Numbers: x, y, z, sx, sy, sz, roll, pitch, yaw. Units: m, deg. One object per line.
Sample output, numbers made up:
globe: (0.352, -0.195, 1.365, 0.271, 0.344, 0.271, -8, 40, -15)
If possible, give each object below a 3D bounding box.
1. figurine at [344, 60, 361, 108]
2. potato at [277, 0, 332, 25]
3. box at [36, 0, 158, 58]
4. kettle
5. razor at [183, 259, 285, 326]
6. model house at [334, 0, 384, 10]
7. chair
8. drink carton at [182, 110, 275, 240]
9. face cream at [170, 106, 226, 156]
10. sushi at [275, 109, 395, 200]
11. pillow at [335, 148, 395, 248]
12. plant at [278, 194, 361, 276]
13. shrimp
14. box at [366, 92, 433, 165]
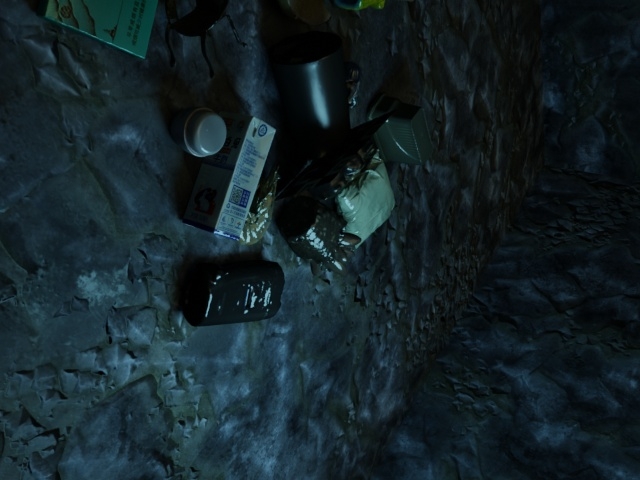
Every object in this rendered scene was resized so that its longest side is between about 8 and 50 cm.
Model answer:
figurine: (0.097, -0.504, 1.826, 0.086, 0.087, 0.149, -93, 167, -46)
potato: (-0.068, -0.660, 1.506, 0.138, 0.098, 0.243, -56, 149, -17)
box: (-0.434, -0.480, 1.122, 0.226, 0.042, 0.161, 8, 97, -55)
kettle: (-0.026, -0.426, 1.629, 0.203, 0.262, 0.308, -20, 131, -8)
razor: (-0.240, 0.150, 1.612, 0.326, 0.107, 0.189, 1, 104, -53)
model house: (0.143, -0.822, 1.636, 0.237, 0.215, 0.304, -38, 137, -40)
chair: (-0.262, -0.501, 1.249, 0.149, 0.174, 0.213, -50, 150, -35)
drink carton: (-0.236, -0.169, 1.460, 0.106, 0.130, 0.315, 22, 85, -57)
face cream: (-0.294, -0.263, 1.358, 0.117, 0.104, 0.117, -26, 124, -46)
sushi: (0.069, -0.218, 1.707, 0.100, 0.296, 0.373, 52, 57, -19)
pillow: (0.154, -0.139, 2.008, 0.283, 0.138, 0.310, -50, 143, -28)
plant: (0.000, 0.000, 1.825, 0.320, 0.181, 0.194, 41, 71, -48)
shrimp: (-0.194, -0.110, 1.612, 0.145, 0.059, 0.255, 1, 108, -44)
box: (0.297, -0.400, 2.058, 0.138, 0.178, 0.274, -56, 143, -22)
